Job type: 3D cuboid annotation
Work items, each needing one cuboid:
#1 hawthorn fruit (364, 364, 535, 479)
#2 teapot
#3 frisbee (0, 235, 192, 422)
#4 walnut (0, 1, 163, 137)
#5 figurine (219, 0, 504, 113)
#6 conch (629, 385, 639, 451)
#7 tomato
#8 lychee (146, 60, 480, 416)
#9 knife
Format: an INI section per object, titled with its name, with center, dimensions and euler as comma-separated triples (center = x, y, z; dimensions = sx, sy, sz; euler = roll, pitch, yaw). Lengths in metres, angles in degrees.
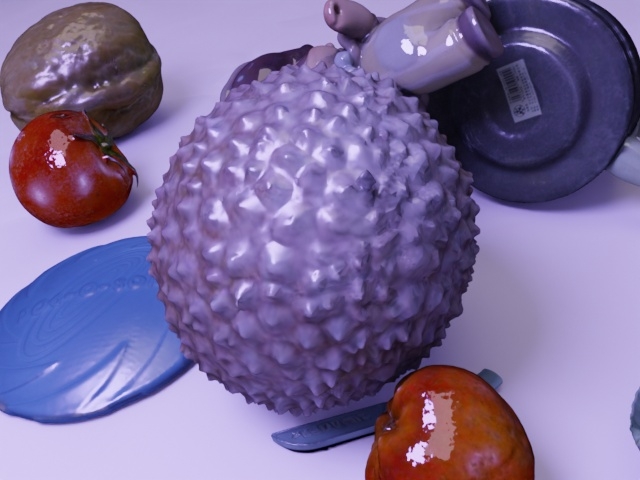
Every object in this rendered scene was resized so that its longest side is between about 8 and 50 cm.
[hawthorn fruit]
center = 0.093, 0.160, 0.442
dimensions = 0.125, 0.140, 0.125
euler = -37, 15, 11
[teapot]
center = 0.319, -0.185, 0.742
dimensions = 0.321, 0.240, 0.239
euler = 12, 29, 36
[frisbee]
center = -0.247, 0.073, 0.689
dimensions = 0.289, 0.049, 0.290
euler = -7, 36, 5
[walnut]
center = -0.415, -0.284, 1.062
dimensions = 0.282, 0.227, 0.283
euler = -3, 48, 3
[figurine]
center = 0.030, -0.164, 0.720
dimensions = 0.380, 0.203, 0.249
euler = -28, 67, 37
[conch]
center = 0.315, 0.140, 0.392
dimensions = 0.172, 0.131, 0.200
euler = -36, 6, 9
[tomato]
center = -0.351, -0.092, 0.861
dimensions = 0.167, 0.167, 0.167
euler = -7, 36, 5
[lychee]
center = 0.003, 0.003, 0.518
dimensions = 0.299, 0.300, 0.300
euler = -7, 36, 5
[knife]
center = 0.060, 0.152, 0.535
dimensions = 0.210, 0.015, 0.028
euler = -16, 43, -5
